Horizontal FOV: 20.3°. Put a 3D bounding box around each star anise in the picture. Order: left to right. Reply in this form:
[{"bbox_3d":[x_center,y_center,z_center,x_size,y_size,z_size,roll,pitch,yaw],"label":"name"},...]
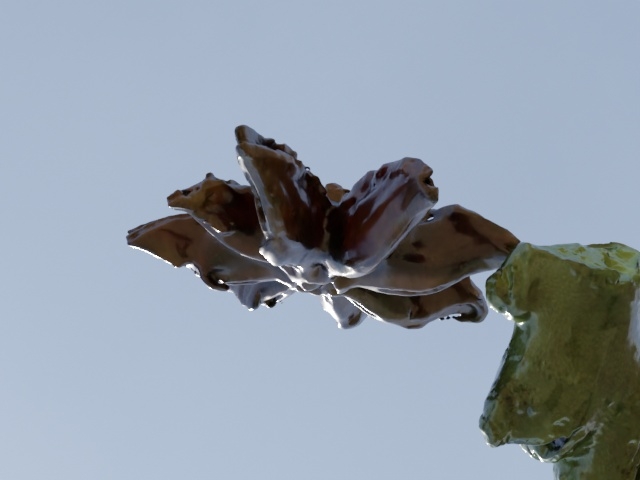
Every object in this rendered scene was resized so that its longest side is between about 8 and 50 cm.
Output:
[{"bbox_3d":[-0.001,0.000,1.223,0.288,0.288,0.088,15,-112,-23],"label":"star anise"}]

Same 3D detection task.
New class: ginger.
[{"bbox_3d":[0.170,0.133,1.185,0.137,0.089,0.290,-30,-64,-37],"label":"ginger"}]
